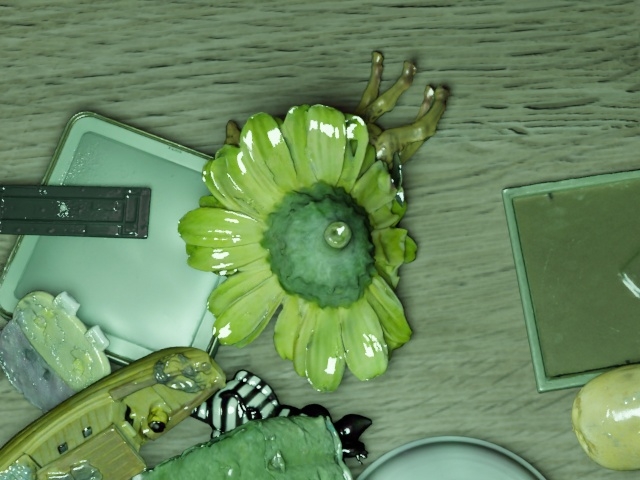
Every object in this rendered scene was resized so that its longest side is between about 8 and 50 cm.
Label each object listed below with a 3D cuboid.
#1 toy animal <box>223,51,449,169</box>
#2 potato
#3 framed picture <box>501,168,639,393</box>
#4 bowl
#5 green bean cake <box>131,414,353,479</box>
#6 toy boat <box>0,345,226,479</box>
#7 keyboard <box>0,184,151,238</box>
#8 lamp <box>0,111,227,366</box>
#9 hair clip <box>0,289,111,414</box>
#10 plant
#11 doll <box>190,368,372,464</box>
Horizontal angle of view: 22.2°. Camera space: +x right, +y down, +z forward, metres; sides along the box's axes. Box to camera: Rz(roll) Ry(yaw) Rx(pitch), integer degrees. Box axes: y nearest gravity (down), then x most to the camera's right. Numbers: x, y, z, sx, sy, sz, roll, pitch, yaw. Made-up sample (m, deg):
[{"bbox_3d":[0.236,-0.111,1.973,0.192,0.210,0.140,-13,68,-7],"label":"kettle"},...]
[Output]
[{"bbox_3d":[0.021,-0.129,1.924,0.275,0.054,0.149,-28,74,-4],"label":"toy animal"},{"bbox_3d":[0.365,0.194,1.803,0.178,0.118,0.109,-9,40,13],"label":"potato"},{"bbox_3d":[0.394,0.033,1.885,0.335,0.022,0.247,-9,75,0],"label":"framed picture"},{"bbox_3d":[0.143,0.347,1.753,0.286,0.144,0.287,-1,75,2],"label":"bowl"},{"bbox_3d":[-0.076,0.328,1.724,0.255,0.132,0.241,-31,71,39],"label":"green bean cake"},{"bbox_3d":[-0.245,0.218,1.772,0.321,0.121,0.089,-31,117,8],"label":"toy boat"},{"bbox_3d":[-0.298,-0.034,1.883,0.204,0.013,0.061,2,76,6],"label":"keyboard"},{"bbox_3d":[-0.216,0.009,1.899,0.269,0.047,0.267,21,77,7],"label":"lamp"},{"bbox_3d":[-0.292,0.139,1.843,0.187,0.056,0.146,43,118,-5],"label":"hair clip"},{"bbox_3d":[0.015,-0.017,1.796,0.306,0.297,0.261,43,52,0],"label":"plant"},{"bbox_3d":[-0.051,0.208,1.829,0.219,0.067,0.091,21,74,1],"label":"doll"}]
